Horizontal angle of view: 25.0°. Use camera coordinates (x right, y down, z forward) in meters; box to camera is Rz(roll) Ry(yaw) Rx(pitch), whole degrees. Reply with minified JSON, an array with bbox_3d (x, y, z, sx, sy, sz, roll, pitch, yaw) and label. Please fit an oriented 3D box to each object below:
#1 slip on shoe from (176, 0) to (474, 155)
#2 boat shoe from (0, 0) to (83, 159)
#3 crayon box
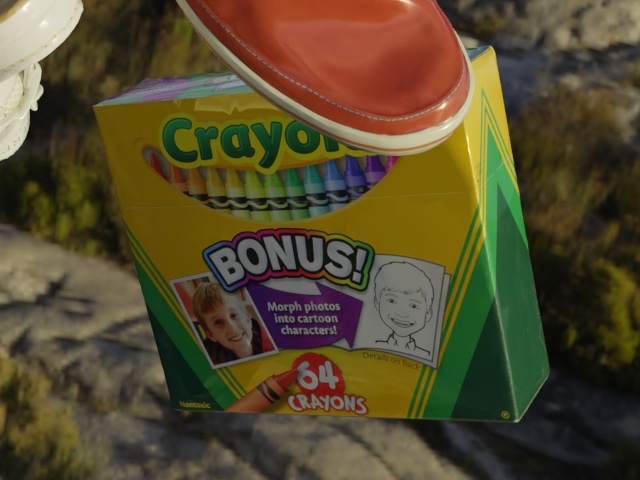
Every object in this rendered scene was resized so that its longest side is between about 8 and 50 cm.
[{"bbox_3d":[-0.033,-0.183,0.749,0.123,0.331,0.101,-39,6,-22],"label":"slip on shoe"},{"bbox_3d":[-0.192,-0.089,0.783,0.277,0.096,0.098,-5,39,54],"label":"boat shoe"},{"bbox_3d":[0.000,0.000,1.303,0.362,0.313,0.106,-2,22,29],"label":"crayon box"}]
